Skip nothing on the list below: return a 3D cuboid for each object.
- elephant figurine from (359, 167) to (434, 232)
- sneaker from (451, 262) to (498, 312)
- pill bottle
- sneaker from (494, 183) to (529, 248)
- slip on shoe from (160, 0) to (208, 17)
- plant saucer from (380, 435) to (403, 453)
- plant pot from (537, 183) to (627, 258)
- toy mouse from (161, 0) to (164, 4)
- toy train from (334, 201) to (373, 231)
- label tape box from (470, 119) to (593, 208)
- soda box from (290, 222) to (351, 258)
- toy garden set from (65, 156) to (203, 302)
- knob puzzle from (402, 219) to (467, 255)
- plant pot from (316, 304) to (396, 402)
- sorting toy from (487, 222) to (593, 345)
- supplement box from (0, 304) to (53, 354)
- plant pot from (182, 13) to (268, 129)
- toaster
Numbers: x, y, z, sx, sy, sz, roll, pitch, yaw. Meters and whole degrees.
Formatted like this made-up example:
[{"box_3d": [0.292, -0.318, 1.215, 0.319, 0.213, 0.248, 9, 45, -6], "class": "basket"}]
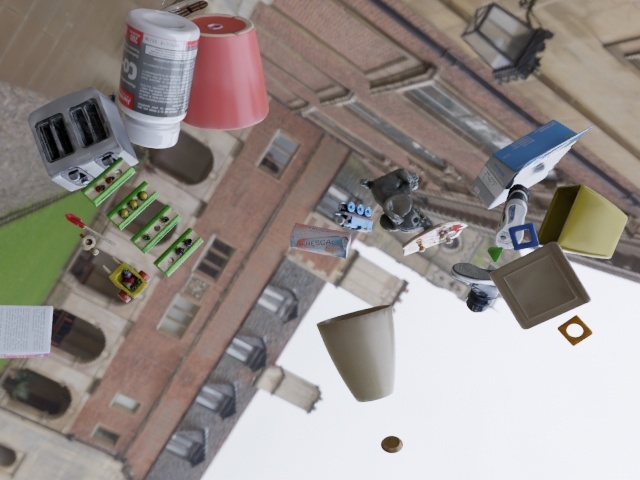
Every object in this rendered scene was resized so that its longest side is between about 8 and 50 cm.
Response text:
[{"box_3d": [0.257, -0.097, 1.871, 0.185, 0.169, 0.240, -22, -119, 34], "class": "elephant figurine"}, {"box_3d": [0.512, 0.166, 1.993, 0.086, 0.226, 0.164, -102, -147, -49], "class": "sneaker"}, {"box_3d": [-0.381, -0.370, 1.362, 0.161, 0.161, 0.283, -87, -167, -59], "class": "pill bottle"}, {"box_3d": [0.586, -0.079, 1.768, 0.217, 0.079, 0.121, 89, 22, -52], "class": "sneaker"}, {"box_3d": [-0.362, -0.621, 1.546, 0.135, 0.041, 0.051, -19, 167, 9], "class": "slip on shoe"}, {"box_3d": [0.263, 0.748, 2.167, 0.083, 0.083, 0.015, -90, 174, -61], "class": "plant saucer"}, {"box_3d": [0.842, -0.045, 1.883, 0.212, 0.187, 0.212, -44, 156, -86], "class": "plant pot"}, {"box_3d": [-0.409, -0.718, 1.614, 0.161, 0.031, 0.143, -127, -130, -65], "class": "toy mouse"}, {"box_3d": [0.139, -0.096, 2.410, 0.080, 0.184, 0.105, 3, -97, 50], "class": "toy train"}, {"box_3d": [0.619, -0.248, 1.758, 0.240, 0.106, 0.334, -29, 164, -12], "class": "label tape box"}, {"box_3d": [0.000, 0.000, 1.817, 0.058, 0.183, 0.063, 90, 15, -46], "class": "soda box"}, {"box_3d": [-0.389, -0.017, 1.189, 0.204, 0.244, 0.049, -48, -166, -22], "class": "toy garden set"}, {"box_3d": [0.319, -0.005, 1.623, 0.213, 0.213, 0.030, -39, -115, 49], "class": "knob puzzle"}, {"box_3d": [0.143, 0.371, 1.904, 0.256, 0.256, 0.274, -23, -99, 64], "class": "plant pot"}, {"box_3d": [0.568, 0.118, 1.522, 0.195, 0.348, 0.047, -31, -178, 28], "class": "sorting toy"}, {"box_3d": [-0.733, 0.209, 1.340, 0.111, 0.219, 0.114, 145, -56, -60], "class": "supplement box"}, {"box_3d": [-0.277, -0.469, 1.604, 0.275, 0.274, 0.243, -81, 175, -53], "class": "plant pot"}, {"box_3d": [-0.503, -0.221, 1.249, 0.167, 0.186, 0.110, -23, 173, -1], "class": "toaster"}]
